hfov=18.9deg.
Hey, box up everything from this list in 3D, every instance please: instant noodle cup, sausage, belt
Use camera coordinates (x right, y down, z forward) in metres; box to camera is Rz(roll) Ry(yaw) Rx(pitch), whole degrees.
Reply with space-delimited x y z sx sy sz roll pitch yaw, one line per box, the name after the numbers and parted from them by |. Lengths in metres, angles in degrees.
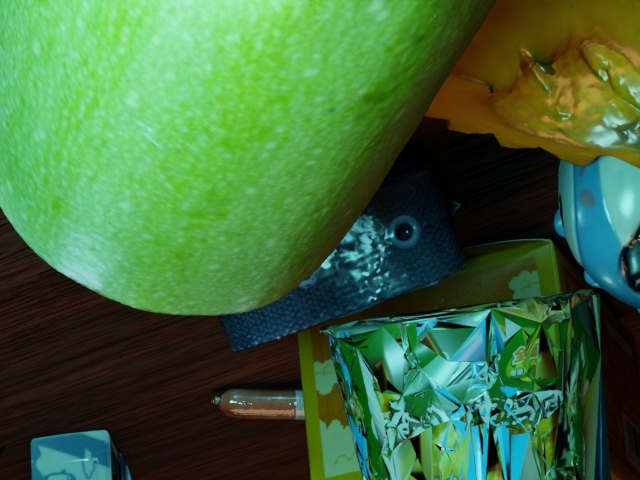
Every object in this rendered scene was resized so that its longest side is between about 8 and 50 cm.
0.122 0.139 1.533 0.240 0.178 0.240 -8 179 0 | instant noodle cup
0.012 0.171 2.006 0.253 0.034 0.034 1 155 -7 | sausage
0.000 0.001 1.556 0.218 0.128 0.122 -19 -178 22 | belt

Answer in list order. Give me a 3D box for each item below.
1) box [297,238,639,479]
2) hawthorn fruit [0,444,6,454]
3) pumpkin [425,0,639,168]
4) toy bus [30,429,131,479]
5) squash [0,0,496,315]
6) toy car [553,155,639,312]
0.152 0.155 1.811 0.260 0.213 0.283 -12 154 20 | box
-0.432 0.235 1.856 0.300 0.254 0.254 -22 170 -41 | hawthorn fruit
0.143 -0.142 1.316 0.254 0.149 0.130 18 177 -27 | pumpkin
-0.252 0.358 2.058 0.106 0.297 0.131 -7 149 1 | toy bus
-0.044 -0.145 1.050 0.263 0.263 0.384 2 154 -17 | squash
0.274 -0.026 1.477 0.255 0.188 0.190 15 156 -39 | toy car
